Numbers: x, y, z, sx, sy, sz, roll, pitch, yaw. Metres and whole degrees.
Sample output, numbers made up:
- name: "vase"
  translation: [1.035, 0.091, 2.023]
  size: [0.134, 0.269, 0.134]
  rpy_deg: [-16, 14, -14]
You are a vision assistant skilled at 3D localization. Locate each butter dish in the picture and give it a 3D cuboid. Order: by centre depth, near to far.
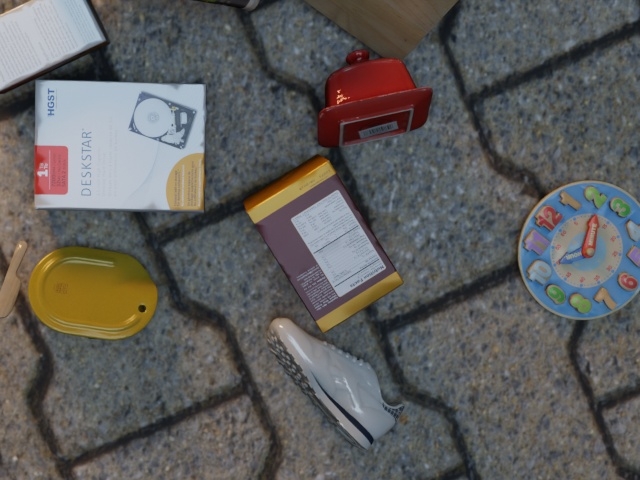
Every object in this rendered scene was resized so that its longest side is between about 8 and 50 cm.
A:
- name: "butter dish"
  translation: [0.064, -0.208, 1.894]
  size: [0.160, 0.160, 0.118]
  rpy_deg: [-13, 75, -4]

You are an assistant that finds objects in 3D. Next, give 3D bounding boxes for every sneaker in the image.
- name: "sneaker"
  translation: [0.018, 0.191, 1.964]
  size: [0.095, 0.090, 0.235]
  rpy_deg: [-42, 102, -12]

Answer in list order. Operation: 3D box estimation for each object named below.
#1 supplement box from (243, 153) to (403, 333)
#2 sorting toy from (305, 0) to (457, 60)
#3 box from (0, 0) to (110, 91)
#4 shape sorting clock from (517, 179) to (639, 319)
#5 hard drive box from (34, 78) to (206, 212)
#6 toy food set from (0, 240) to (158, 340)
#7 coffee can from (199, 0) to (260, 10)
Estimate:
- name: "supplement box"
  translation: [0.000, 0.000, 1.875]
  size: [0.129, 0.191, 0.194]
  rpy_deg: [-32, 98, -1]
- name: "sorting toy"
  translation: [0.076, -0.402, 1.827]
  size: [0.257, 0.255, 0.089]
  rpy_deg: [34, 51, -10]
- name: "box"
  translation: [-0.381, -0.271, 1.842]
  size: [0.170, 0.130, 0.091]
  rpy_deg: [-26, 99, -1]
- name: "shape sorting clock"
  translation: [0.387, 0.015, 1.988]
  size: [0.206, 0.040, 0.206]
  rpy_deg: [-1, 97, -5]
- name: "hard drive box"
  translation: [-0.274, -0.130, 1.889]
  size: [0.232, 0.089, 0.181]
  rpy_deg: [0, 96, -5]
- name: "toy food set"
  translation: [-0.340, 0.078, 1.924]
  size: [0.218, 0.071, 0.128]
  rpy_deg: [11, 72, -8]
- name: "coffee can"
  translation: [-0.207, -0.415, 1.753]
  size: [0.275, 0.201, 0.201]
  rpy_deg: [6, 96, -16]
